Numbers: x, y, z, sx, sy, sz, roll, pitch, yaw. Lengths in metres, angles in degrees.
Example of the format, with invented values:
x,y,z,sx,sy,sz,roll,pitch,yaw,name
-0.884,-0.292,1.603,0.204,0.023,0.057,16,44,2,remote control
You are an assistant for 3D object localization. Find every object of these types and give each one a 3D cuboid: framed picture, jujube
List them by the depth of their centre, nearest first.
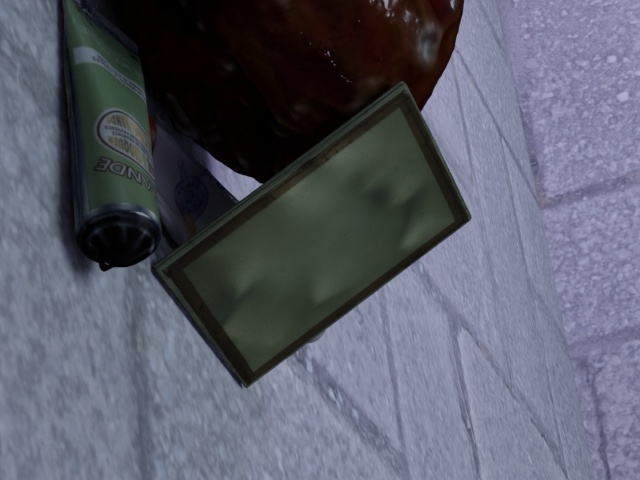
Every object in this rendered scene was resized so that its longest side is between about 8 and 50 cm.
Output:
x,y,z,sx,sy,sz,roll,pitch,yaw,name
0.000,0.000,1.273,0.010,0.231,0.173,49,-7,43,framed picture
-0.036,-0.222,1.279,0.377,0.276,0.276,58,22,-43,jujube

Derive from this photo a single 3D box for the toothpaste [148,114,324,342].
x,y,z,sx,sy,sz,roll,pitch,yaw,name
-0.078,-0.008,1.300,0.301,0.048,0.075,49,46,-43,toothpaste

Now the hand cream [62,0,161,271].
x,y,z,sx,sy,sz,roll,pitch,yaw,name
-0.143,-0.077,1.137,0.086,0.055,0.235,44,28,-44,hand cream
